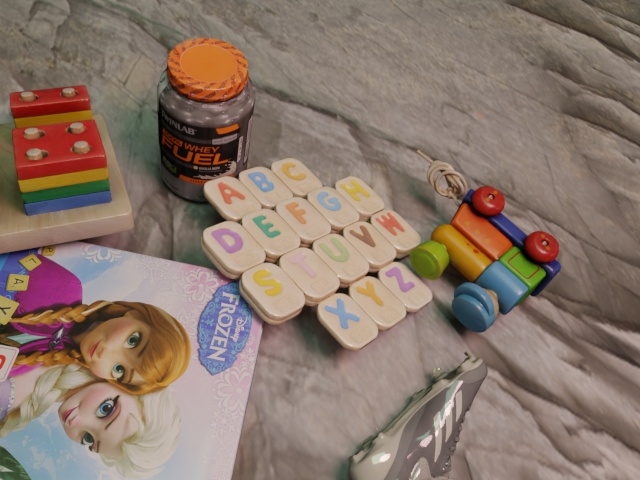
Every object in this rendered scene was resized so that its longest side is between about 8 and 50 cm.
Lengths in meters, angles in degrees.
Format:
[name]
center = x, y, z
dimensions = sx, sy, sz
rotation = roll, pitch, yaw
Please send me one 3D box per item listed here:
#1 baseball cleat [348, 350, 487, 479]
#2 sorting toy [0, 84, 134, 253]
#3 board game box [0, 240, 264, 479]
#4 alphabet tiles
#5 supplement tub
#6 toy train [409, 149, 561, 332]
[baseball cleat]
center = 0.123, 0.214, 0.688
dimensions = 0.206, 0.072, 0.109
rotation = -33, 81, -25
[sorting toy]
center = -0.367, -0.095, 0.731
dimensions = 0.256, 0.089, 0.257
rotation = -11, 40, -20
[board game box]
center = -0.231, 0.153, 0.644
dimensions = 0.318, 0.066, 0.318
rotation = 11, 53, -4
[alphabet tiles]
center = 0.000, 0.000, 0.787
dimensions = 0.284, 0.021, 0.278
rotation = -24, 62, -43
[supplement tub]
center = -0.144, -0.147, 0.802
dimensions = 0.117, 0.190, 0.117
rotation = 6, 54, -8
[toy train]
center = 0.166, -0.005, 0.820
dimensions = 0.143, 0.105, 0.248
rotation = -33, 68, -30
